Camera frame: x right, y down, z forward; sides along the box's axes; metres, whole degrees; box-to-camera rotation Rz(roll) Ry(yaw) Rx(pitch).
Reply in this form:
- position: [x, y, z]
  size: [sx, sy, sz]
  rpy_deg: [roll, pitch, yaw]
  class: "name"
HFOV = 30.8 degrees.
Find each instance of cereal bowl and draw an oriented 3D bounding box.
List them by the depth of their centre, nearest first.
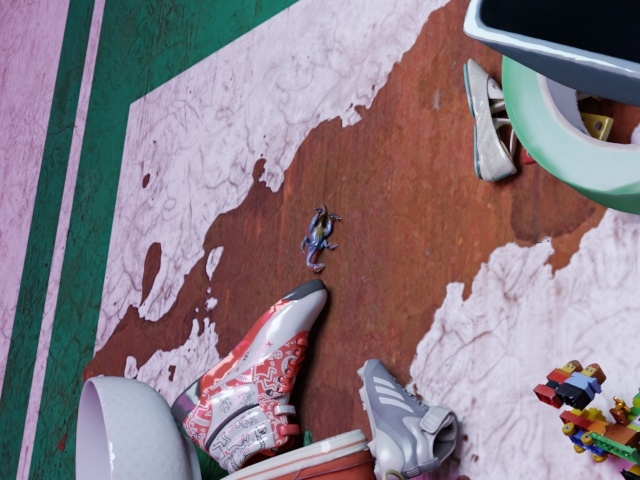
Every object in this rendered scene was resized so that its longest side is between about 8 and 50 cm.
- position: [-0.249, 0.353, 1.609]
  size: [0.339, 0.141, 0.338]
  rpy_deg: [179, 90, -70]
  class: "cereal bowl"

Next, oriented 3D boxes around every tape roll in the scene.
- position: [0.335, -0.186, 1.137]
  size: [0.321, 0.077, 0.321]
  rpy_deg: [-15, 66, 35]
  class: "tape roll"

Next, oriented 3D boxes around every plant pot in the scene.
- position: [0.318, -0.205, 0.936]
  size: [0.248, 0.252, 0.247]
  rpy_deg: [25, 90, 43]
  class: "plant pot"

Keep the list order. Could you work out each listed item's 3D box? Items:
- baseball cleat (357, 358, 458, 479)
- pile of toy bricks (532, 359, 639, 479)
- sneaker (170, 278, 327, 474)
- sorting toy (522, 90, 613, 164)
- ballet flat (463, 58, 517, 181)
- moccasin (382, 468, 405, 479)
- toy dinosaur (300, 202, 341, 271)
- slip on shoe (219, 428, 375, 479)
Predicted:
- position: [0.101, 0.202, 1.334]
  size: [0.110, 0.072, 0.206]
  rpy_deg: [-16, 33, 6]
  class: "baseball cleat"
- position: [0.302, 0.156, 1.064]
  size: [0.105, 0.118, 0.212]
  rpy_deg: [-41, 22, -14]
  class: "pile of toy bricks"
- position: [-0.056, 0.187, 1.534]
  size: [0.270, 0.090, 0.145]
  rpy_deg: [-43, 72, -2]
  class: "sneaker"
- position: [0.292, -0.202, 1.282]
  size: [0.132, 0.046, 0.274]
  rpy_deg: [-16, 61, 49]
  class: "sorting toy"
- position: [0.205, -0.145, 1.379]
  size: [0.052, 0.057, 0.168]
  rpy_deg: [-12, 64, 19]
  class: "ballet flat"
- position: [0.112, 0.318, 1.187]
  size: [0.380, 0.139, 0.147]
  rpy_deg: [-34, 29, 53]
  class: "moccasin"
- position: [0.000, 0.000, 1.598]
  size: [0.090, 0.047, 0.082]
  rpy_deg: [-74, 4, -75]
  class: "toy dinosaur"
- position: [-0.048, 0.320, 1.432]
  size: [0.331, 0.123, 0.101]
  rpy_deg: [-31, 75, 46]
  class: "slip on shoe"
